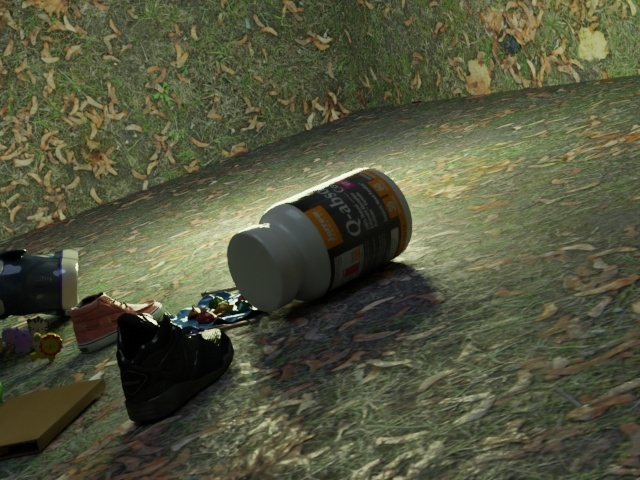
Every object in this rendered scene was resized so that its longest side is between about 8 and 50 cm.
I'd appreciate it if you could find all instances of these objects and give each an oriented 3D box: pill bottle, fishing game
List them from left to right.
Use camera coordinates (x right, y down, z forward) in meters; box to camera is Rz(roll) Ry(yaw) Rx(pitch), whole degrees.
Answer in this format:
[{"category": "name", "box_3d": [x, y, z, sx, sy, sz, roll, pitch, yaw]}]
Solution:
[{"category": "fishing game", "box_3d": [-0.165, 0.104, 1.825, 0.189, 0.041, 0.264, -12, 12, 11]}, {"category": "pill bottle", "box_3d": [0.000, 0.000, 1.762, 0.278, 0.162, 0.162, -26, 14, -37]}]

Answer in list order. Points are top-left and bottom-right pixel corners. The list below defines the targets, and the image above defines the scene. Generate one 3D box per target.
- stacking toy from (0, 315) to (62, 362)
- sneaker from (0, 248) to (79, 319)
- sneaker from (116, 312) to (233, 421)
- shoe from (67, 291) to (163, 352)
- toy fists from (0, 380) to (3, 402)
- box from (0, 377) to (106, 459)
[{"category": "stacking toy", "box_3d": [-0.558, 0.164, 1.903, 0.221, 0.052, 0.167, 4, 4, -19]}, {"category": "sneaker", "box_3d": [-0.572, 0.082, 2.088, 0.236, 0.130, 0.323, -1, -2, -13]}, {"category": "sneaker", "box_3d": [-0.193, 0.138, 1.483, 0.087, 0.130, 0.227, -9, 12, 29]}, {"category": "shoe", "box_3d": [-0.346, 0.120, 1.902, 0.063, 0.081, 0.178, -5, 16, 45]}, {"category": "toy fists", "box_3d": [-0.603, 0.211, 1.620, 0.279, 0.096, 0.142, 8, 29, -11]}, {"category": "box", "box_3d": [-0.405, 0.249, 1.529, 0.164, 0.021, 0.201, -13, 12, 18]}]
